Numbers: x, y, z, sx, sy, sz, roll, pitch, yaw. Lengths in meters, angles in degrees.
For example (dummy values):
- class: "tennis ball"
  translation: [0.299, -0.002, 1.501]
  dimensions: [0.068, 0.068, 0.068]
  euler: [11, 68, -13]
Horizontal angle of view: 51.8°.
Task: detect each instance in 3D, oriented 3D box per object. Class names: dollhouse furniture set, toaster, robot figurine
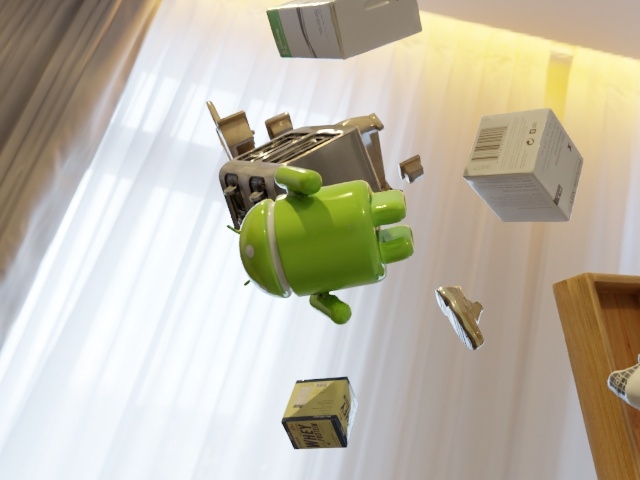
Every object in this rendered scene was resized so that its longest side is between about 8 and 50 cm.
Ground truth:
- class: "dollhouse furniture set"
  translation: [-0.002, -0.200, 1.246]
  dimensions: [0.356, 0.173, 0.303]
  euler: [-24, -36, -6]
- class: "toaster"
  translation: [-0.023, -0.076, 0.879]
  dimensions: [0.168, 0.186, 0.110]
  euler: [17, -48, 57]
- class: "robot figurine"
  translation: [0.000, 0.000, 0.419]
  dimensions: [0.115, 0.067, 0.101]
  euler: [-11, -70, 10]

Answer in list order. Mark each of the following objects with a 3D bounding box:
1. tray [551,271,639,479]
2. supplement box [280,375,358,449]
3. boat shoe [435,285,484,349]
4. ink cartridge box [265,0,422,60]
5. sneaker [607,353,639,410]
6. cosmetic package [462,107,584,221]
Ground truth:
- class: "tray"
  translation: [0.476, 0.256, 0.967]
  dimensions: [0.203, 0.410, 0.076]
  euler: [5, -21, -30]
- class: "supplement box"
  translation: [0.000, 0.243, 0.930]
  dimensions: [0.083, 0.083, 0.056]
  euler: [-9, -61, 22]
- class: "boat shoe"
  translation: [0.301, 0.148, 1.355]
  dimensions: [0.072, 0.190, 0.068]
  euler: [-17, -55, -4]
- class: "ink cartridge box"
  translation: [0.046, -0.475, 1.419]
  dimensions: [0.289, 0.211, 0.121]
  euler: [28, -41, 57]
- class: "sneaker"
  translation: [0.437, 0.122, 0.760]
  dimensions: [0.095, 0.235, 0.090]
  euler: [18, -51, 56]
- class: "cosmetic package"
  translation: [0.407, -0.144, 1.314]
  dimensions: [0.152, 0.151, 0.184]
  euler: [1, -26, 45]
